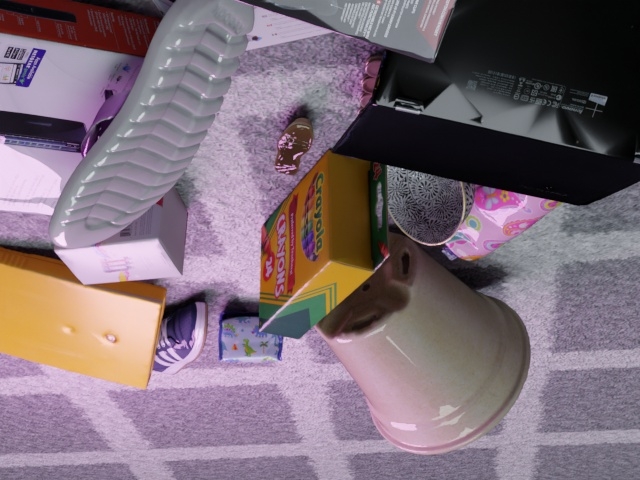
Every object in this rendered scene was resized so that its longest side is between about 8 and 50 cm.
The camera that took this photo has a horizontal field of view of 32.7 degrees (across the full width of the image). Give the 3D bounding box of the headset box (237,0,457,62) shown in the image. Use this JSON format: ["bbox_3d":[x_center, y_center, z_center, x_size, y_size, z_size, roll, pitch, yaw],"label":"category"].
[{"bbox_3d":[0.043,-0.326,1.103,0.293,0.110,0.218,17,124,-3],"label":"headset box"}]

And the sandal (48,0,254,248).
[{"bbox_3d":[-0.218,-0.159,1.360,0.169,0.102,0.416,-1,135,-55],"label":"sandal"}]

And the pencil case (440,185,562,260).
[{"bbox_3d":[0.289,-0.073,1.667,0.124,0.124,0.284,17,147,-26],"label":"pencil case"}]

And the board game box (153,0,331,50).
[{"bbox_3d":[-0.049,-0.318,1.306,0.305,0.053,0.193,-9,149,15],"label":"board game box"}]

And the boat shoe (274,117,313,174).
[{"bbox_3d":[-0.040,-0.147,1.610,0.050,0.045,0.135,15,151,-10],"label":"boat shoe"}]

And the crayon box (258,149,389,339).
[{"bbox_3d":[0.000,0.000,1.714,0.081,0.202,0.318,14,146,-23],"label":"crayon box"}]

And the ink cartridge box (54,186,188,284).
[{"bbox_3d":[-0.319,-0.017,1.754,0.176,0.128,0.127,-5,150,10],"label":"ink cartridge box"}]

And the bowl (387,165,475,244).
[{"bbox_3d":[0.178,-0.084,1.646,0.080,0.170,0.170,-20,165,-38],"label":"bowl"}]

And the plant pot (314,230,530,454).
[{"bbox_3d":[0.150,0.156,1.911,0.334,0.334,0.305,-19,133,30],"label":"plant pot"}]

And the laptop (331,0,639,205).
[{"bbox_3d":[0.250,-0.216,1.360,0.382,0.236,0.408,11,114,-9],"label":"laptop"}]

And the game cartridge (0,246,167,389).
[{"bbox_3d":[-0.459,0.146,2.024,0.323,0.053,0.285,16,137,-3],"label":"game cartridge"}]

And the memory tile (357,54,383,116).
[{"bbox_3d":[0.111,-0.208,1.537,0.113,0.012,0.148,2,151,-3],"label":"memory tile"}]

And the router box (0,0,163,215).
[{"bbox_3d":[-0.381,-0.169,1.420,0.301,0.082,0.335,4,142,-33],"label":"router box"}]

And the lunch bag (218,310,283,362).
[{"bbox_3d":[-0.137,0.189,2.150,0.129,0.096,0.151,2,179,-3],"label":"lunch bag"}]

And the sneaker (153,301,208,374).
[{"bbox_3d":[-0.324,0.191,2.145,0.153,0.099,0.282,11,151,-21],"label":"sneaker"}]
